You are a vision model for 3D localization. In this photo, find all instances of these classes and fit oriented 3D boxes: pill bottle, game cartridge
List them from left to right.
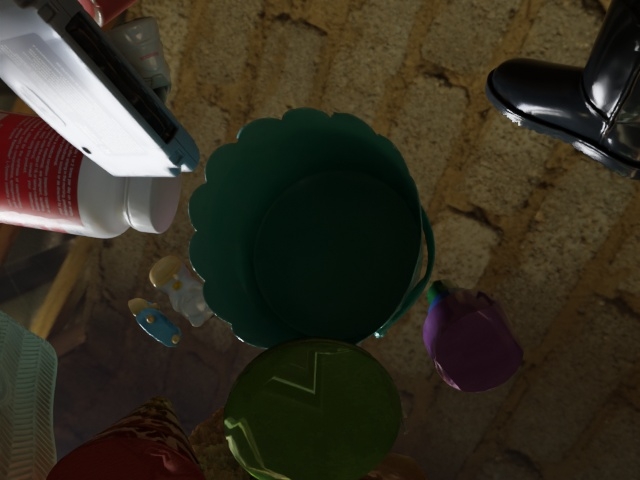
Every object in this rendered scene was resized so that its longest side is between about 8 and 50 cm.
[{"bbox_3d":[-0.505,-0.129,1.173,0.229,0.407,0.229,9,-90,-85],"label":"pill bottle"},{"bbox_3d":[-0.311,-0.195,0.751,0.062,0.198,0.297,-62,-41,-24],"label":"game cartridge"}]

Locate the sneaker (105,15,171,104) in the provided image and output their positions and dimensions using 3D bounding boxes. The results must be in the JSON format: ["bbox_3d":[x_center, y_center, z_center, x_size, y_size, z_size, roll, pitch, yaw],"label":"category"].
[{"bbox_3d":[-0.271,-0.239,0.847,0.090,0.115,0.232,-25,15,-17],"label":"sneaker"}]

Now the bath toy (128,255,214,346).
[{"bbox_3d":[-0.212,0.048,1.156,0.348,0.151,0.129,-41,11,-6],"label":"bath toy"}]

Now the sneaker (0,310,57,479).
[{"bbox_3d":[-0.327,0.192,0.509,0.148,0.131,0.350,-45,20,-3],"label":"sneaker"}]

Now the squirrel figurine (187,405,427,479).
[{"bbox_3d":[-0.035,0.343,0.907,0.371,0.396,0.281,-76,-6,-45],"label":"squirrel figurine"}]

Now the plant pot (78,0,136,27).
[{"bbox_3d":[-0.426,-0.563,1.104,0.243,0.274,0.275,-60,-13,-18],"label":"plant pot"}]

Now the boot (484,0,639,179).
[{"bbox_3d":[0.311,-0.203,0.651,0.094,0.246,0.207,-38,-29,-21],"label":"boot"}]

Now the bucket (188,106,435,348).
[{"bbox_3d":[0.000,0.000,0.697,0.281,0.281,0.183,-62,-17,-2],"label":"bucket"}]

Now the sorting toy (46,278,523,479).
[{"bbox_3d":[-0.032,0.118,0.464,0.365,0.127,0.126,-26,20,4],"label":"sorting toy"}]
